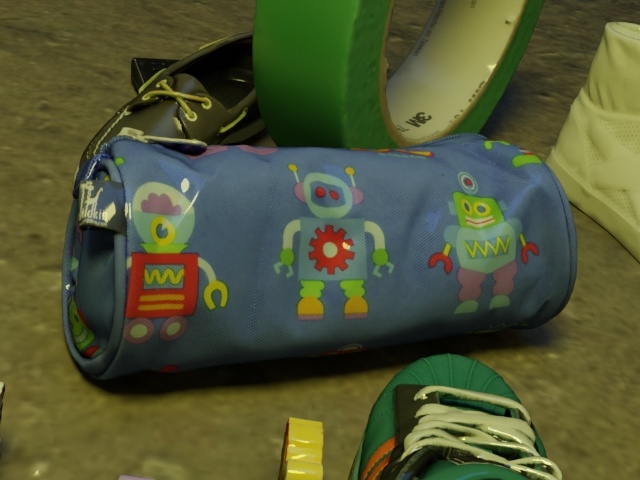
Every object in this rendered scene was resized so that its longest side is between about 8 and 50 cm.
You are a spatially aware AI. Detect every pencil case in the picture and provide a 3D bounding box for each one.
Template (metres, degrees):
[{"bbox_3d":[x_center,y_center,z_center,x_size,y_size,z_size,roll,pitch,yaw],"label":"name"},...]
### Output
[{"bbox_3d":[0.000,0.000,0.632,0.306,0.133,0.119,-3,-1,-27],"label":"pencil case"}]

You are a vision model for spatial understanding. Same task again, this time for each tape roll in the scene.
[{"bbox_3d":[0.077,-0.189,0.799,0.077,0.321,0.321,26,31,24],"label":"tape roll"}]

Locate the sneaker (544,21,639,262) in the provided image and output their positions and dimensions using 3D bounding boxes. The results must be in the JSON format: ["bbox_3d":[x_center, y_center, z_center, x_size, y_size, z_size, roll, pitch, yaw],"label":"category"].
[{"bbox_3d":[0.292,-0.062,0.812,0.108,0.169,0.292,-7,35,-34],"label":"sneaker"}]

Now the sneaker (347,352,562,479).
[{"bbox_3d":[0.066,0.120,0.447,0.108,0.121,0.302,12,28,-1],"label":"sneaker"}]

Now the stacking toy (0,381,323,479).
[{"bbox_3d":[-0.081,0.140,0.429,0.167,0.052,0.221,9,29,-5],"label":"stacking toy"}]

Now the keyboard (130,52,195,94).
[{"bbox_3d":[-0.073,-0.136,0.961,0.180,0.023,0.108,0,37,-22],"label":"keyboard"}]

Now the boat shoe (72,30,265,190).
[{"bbox_3d":[-0.102,-0.095,0.813,0.081,0.068,0.228,27,36,12],"label":"boat shoe"}]
